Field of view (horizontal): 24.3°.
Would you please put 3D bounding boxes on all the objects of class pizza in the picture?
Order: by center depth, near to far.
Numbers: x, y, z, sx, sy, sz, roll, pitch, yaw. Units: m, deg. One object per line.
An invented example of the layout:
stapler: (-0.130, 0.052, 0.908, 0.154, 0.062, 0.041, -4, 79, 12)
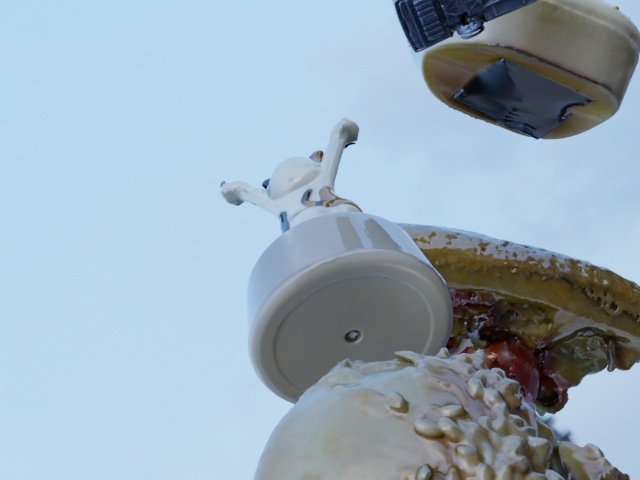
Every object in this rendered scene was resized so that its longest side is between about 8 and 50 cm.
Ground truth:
pizza: (0.144, 0.146, 1.666, 0.440, 0.130, 0.406, 15, -44, -21)

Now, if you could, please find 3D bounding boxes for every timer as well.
timer: (0.000, 0.000, 1.324, 0.175, 0.266, 0.175, -8, -50, -9)

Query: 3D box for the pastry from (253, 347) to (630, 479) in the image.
pastry: (0.100, 0.222, 0.962, 0.184, 0.315, 0.284, -16, 20, 44)

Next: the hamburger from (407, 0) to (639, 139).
hamburger: (0.182, -0.173, 1.338, 0.210, 0.116, 0.173, 18, -27, -18)

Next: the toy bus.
toy bus: (0.130, -0.185, 1.024, 0.166, 0.047, 0.065, -22, 24, 6)
